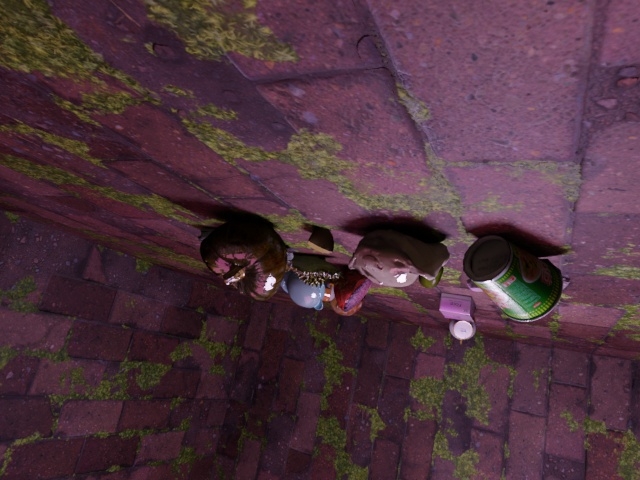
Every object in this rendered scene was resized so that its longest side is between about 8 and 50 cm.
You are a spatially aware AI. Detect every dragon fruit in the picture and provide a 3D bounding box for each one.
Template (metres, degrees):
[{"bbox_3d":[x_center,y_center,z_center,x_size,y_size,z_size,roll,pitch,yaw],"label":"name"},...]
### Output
[{"bbox_3d":[0.130,0.206,2.054,0.148,0.218,0.224,38,-144,21],"label":"dragon fruit"}]

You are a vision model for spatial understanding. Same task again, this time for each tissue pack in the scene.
[{"bbox_3d":[0.682,0.336,2.214,0.149,0.092,0.246,6,165,26],"label":"tissue pack"}]

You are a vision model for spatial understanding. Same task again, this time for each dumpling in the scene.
[{"bbox_3d":[0.241,0.036,1.388,0.243,0.187,0.318,-26,-161,-34],"label":"dumpling"}]

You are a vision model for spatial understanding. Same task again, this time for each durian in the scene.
[{"bbox_3d":[-0.034,0.130,1.954,0.375,0.132,0.106,11,154,26],"label":"durian"}]

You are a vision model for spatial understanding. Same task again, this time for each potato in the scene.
[{"bbox_3d":[0.000,0.000,1.546,0.096,0.066,0.103,31,166,-13],"label":"potato"}]

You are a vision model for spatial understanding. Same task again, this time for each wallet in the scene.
[{"bbox_3d":[-0.415,0.002,1.906,0.141,0.059,0.202,-2,163,23],"label":"wallet"}]

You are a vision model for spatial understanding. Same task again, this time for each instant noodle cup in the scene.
[{"bbox_3d":[0.532,0.093,1.261,0.233,0.207,0.207,31,158,-30],"label":"instant noodle cup"}]

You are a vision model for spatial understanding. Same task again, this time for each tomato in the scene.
[{"bbox_3d":[0.151,0.380,2.715,0.214,0.155,0.181,-2,164,39],"label":"tomato"}]

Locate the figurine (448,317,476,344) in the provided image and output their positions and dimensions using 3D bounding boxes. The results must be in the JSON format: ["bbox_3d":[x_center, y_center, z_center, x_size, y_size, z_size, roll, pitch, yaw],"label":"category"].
[{"bbox_3d":[0.771,0.458,2.426,0.142,0.189,0.263,12,-173,14],"label":"figurine"}]

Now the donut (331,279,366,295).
[{"bbox_3d":[0.148,0.220,2.250,0.190,0.074,0.174,30,159,-35],"label":"donut"}]

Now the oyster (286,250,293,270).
[{"bbox_3d":[-0.253,0.043,1.812,0.351,0.158,0.162,31,115,-34],"label":"oyster"}]

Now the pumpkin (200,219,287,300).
[{"bbox_3d":[-0.252,0.052,1.567,0.325,0.242,0.232,35,129,-11],"label":"pumpkin"}]

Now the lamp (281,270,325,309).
[{"bbox_3d":[-0.096,0.231,2.265,0.147,0.209,0.284,-13,-154,-33],"label":"lamp"}]

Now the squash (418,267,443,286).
[{"bbox_3d":[0.413,0.133,1.682,0.087,0.087,0.331,9,167,11],"label":"squash"}]

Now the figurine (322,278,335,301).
[{"bbox_3d":[0.074,0.260,2.370,0.272,0.143,0.143,-3,164,6],"label":"figurine"}]

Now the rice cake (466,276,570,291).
[{"bbox_3d":[0.700,0.162,1.611,0.073,0.056,0.365,21,164,-37],"label":"rice cake"}]
